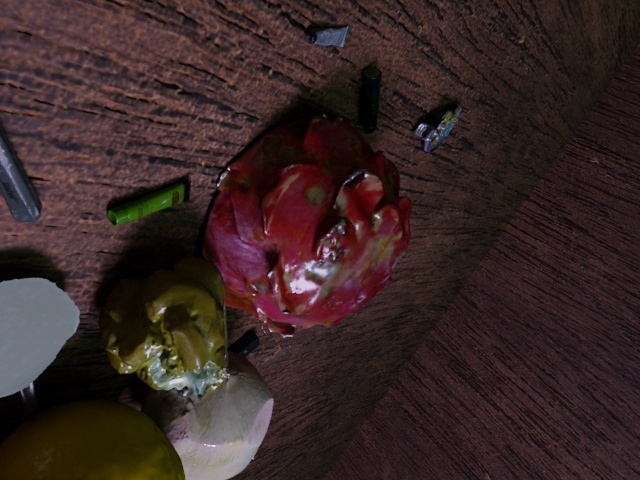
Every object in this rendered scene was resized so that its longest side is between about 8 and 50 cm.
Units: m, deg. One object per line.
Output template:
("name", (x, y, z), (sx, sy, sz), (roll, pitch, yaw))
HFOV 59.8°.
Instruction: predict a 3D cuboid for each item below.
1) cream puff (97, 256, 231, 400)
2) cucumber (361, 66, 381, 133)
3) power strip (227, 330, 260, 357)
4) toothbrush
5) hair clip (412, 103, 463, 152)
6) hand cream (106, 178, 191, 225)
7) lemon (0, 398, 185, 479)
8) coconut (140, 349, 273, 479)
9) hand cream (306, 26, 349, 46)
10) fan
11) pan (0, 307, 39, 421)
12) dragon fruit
("cream puff", (-0.215, 0.118, 0.783), (0.194, 0.194, 0.221), (-37, 162, -27))
("cucumber", (0.087, -0.238, 0.965), (0.032, 0.032, 0.133), (-40, 152, -22))
("power strip", (-0.175, 0.237, 1.166), (0.111, 0.029, 0.038), (-40, 152, -23))
("toothbrush", (-0.301, -0.115, 0.487), (0.030, 0.031, 0.297), (-12, 143, -15))
("hair clip", (0.261, -0.247, 1.238), (0.116, 0.049, 0.172), (-50, 167, 31))
("hand cream", (-0.217, -0.049, 0.722), (0.122, 0.023, 0.036), (-30, 145, -44))
("lemon", (-0.332, 0.366, 0.775), (0.297, 0.297, 0.297), (-39, 152, -25))
("coconut", (-0.202, 0.294, 0.975), (0.227, 0.227, 0.231), (-17, 139, -50))
("hand cream", (0.009, -0.290, 0.789), (0.093, 0.019, 0.030), (-29, 146, -52))
("fan", (-0.392, 0.096, 0.570), (0.182, 0.010, 0.310), (-54, 150, 1))
("pan", (-0.373, 0.142, 0.693), (0.114, 0.040, 0.212), (-24, 137, -45))
("dragon fruit", (0.000, 0.000, 0.916), (0.386, 0.249, 0.371), (-49, 150, -10))
